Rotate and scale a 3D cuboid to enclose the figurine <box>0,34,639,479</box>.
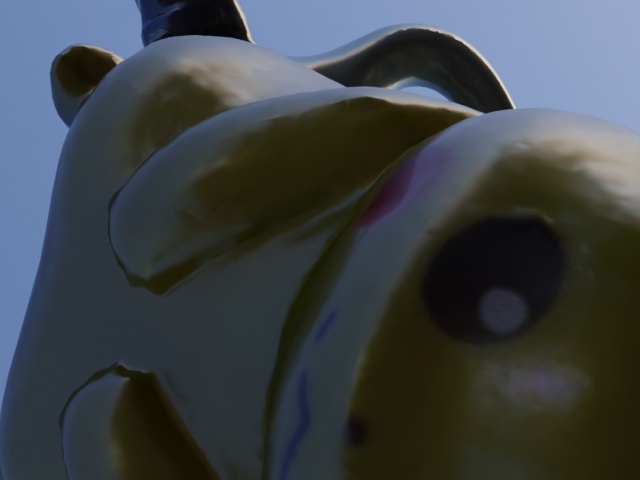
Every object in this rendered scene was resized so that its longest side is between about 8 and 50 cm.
[{"bbox_3d":[0.036,0.052,0.464,0.169,0.326,0.218,6,-83,-33],"label":"figurine"}]

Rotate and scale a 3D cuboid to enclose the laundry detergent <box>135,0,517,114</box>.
[{"bbox_3d":[0.000,0.000,0.810,0.215,0.105,0.281,-19,-99,-10],"label":"laundry detergent"}]
